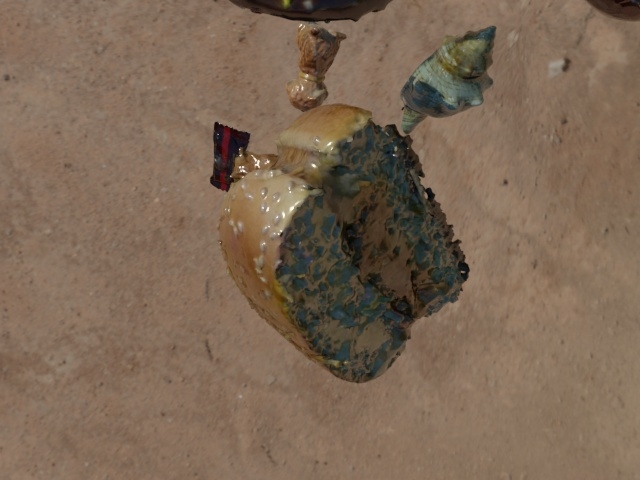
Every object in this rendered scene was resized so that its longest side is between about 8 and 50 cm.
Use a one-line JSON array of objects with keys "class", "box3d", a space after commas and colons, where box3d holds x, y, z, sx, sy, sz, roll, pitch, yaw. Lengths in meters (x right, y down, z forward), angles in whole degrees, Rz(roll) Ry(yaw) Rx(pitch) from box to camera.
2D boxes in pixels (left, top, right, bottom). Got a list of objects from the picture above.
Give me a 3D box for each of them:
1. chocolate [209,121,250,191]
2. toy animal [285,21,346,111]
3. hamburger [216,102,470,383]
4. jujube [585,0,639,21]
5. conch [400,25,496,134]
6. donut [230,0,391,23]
[{"class": "chocolate", "box3d": [-0.192, -0.166, 1.494, 0.086, 0.028, 0.182, 20, 134, 4]}, {"class": "toy animal", "box3d": [-0.024, -0.355, 1.475, 0.104, 0.184, 0.185, 26, 107, 3]}, {"class": "hamburger", "box3d": [0.000, 0.000, 0.990, 0.268, 0.445, 0.287, -49, 50, -8]}, {"class": "jujube", "box3d": [0.487, -0.508, 1.159, 0.223, 0.223, 0.318, -26, 59, 21]}, {"class": "conch", "box3d": [0.299, -0.362, 1.706, 0.203, 0.170, 0.386, 4, 136, -29]}, {"class": "donut", "box3d": [-0.010, -0.249, 0.455, 0.216, 0.096, 0.230, 31, 86, -18]}]
